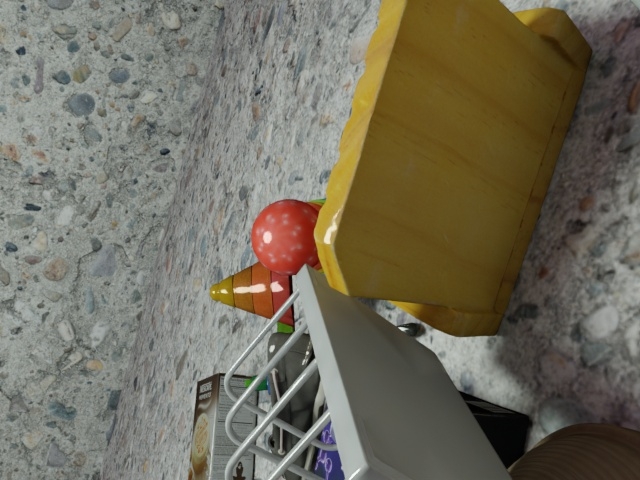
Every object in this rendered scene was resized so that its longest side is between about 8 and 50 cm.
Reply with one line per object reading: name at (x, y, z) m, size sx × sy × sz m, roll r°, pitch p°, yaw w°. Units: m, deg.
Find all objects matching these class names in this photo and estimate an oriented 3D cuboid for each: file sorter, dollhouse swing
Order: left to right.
file sorter at (0.027, 0.188, 0.472) m, size 0.173 × 0.193 × 0.277 m, roll -51°, pitch 20°, yaw 11°
dollhouse swing at (0.096, -0.099, 0.630) m, size 0.315 × 0.305 × 0.347 m, roll 28°, pitch 103°, yaw 61°

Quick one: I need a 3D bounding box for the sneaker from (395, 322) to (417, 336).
sneaker at (0.106, 0.148, 0.787) m, size 0.109 × 0.040 × 0.043 m, roll -39°, pitch 60°, yaw 54°

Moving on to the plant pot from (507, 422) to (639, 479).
plant pot at (0.201, 0.262, 0.434) m, size 0.237 × 0.110 × 0.237 m, roll -162°, pitch 90°, yaw -72°

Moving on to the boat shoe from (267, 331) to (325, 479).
boat shoe at (-0.043, 0.261, 0.841) m, size 0.112 × 0.095 × 0.335 m, roll -72°, pitch -7°, yaw -54°

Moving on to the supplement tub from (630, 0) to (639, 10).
supplement tub at (0.318, -0.306, 0.398) m, size 0.228 × 0.228 × 0.316 m, roll -38°, pitch 46°, yaw 49°

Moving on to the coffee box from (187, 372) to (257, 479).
coffee box at (-0.210, 0.422, 1.166) m, size 0.141 × 0.098 × 0.246 m, roll -34°, pitch 49°, yaw 51°

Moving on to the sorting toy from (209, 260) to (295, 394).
sorting toy at (-0.100, 0.159, 0.898) m, size 0.365 × 0.126 × 0.127 m, roll 89°, pitch 176°, yaw -46°

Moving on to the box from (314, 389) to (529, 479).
box at (0.105, 0.265, 0.663) m, size 0.261 × 0.103 × 0.184 m, roll 1°, pitch 81°, yaw 62°

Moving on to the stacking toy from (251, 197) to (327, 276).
stacking toy at (0.000, 0.000, 0.747) m, size 0.330 × 0.141 × 0.141 m, roll -7°, pitch -64°, yaw -74°
